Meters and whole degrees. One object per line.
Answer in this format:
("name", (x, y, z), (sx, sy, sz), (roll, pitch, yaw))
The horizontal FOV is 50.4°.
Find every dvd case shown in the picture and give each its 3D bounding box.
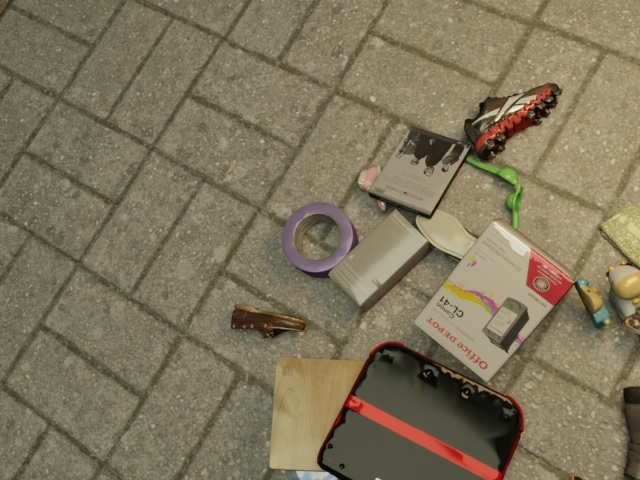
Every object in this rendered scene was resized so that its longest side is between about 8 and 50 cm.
("dvd case", (0.257, -0.180, 1.756), (0.179, 0.029, 0.238), (23, 67, 25))

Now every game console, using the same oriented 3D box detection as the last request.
("game console", (0.231, 0.440, 1.534), (0.387, 0.060, 0.342), (25, 74, 16))

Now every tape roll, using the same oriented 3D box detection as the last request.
("tape roll", (0.000, 0.000, 1.785), (0.189, 0.080, 0.189), (-3, 75, 13))

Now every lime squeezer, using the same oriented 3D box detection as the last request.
("lime squeezer", (0.458, -0.112, 1.713), (0.110, 0.059, 0.310), (-23, 72, 7))

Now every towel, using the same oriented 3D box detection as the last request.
("towel", (0.755, -0.008, 1.624), (0.110, 0.027, 0.148), (-38, 70, 3))

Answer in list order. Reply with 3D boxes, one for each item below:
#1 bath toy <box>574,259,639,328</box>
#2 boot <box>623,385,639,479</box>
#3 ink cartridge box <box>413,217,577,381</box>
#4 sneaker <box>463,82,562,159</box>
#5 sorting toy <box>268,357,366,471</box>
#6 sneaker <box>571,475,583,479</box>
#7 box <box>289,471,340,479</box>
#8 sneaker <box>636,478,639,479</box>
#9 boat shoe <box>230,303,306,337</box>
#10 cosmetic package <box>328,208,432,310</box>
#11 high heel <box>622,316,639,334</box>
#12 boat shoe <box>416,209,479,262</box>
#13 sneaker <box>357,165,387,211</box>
("bath toy", (0.760, 0.075, 1.538), (0.348, 0.151, 0.129), (-23, 68, 4))
("boot", (0.826, 0.427, 1.454), (0.338, 0.118, 0.222), (-4, 77, 24))
("ink cartridge box", (0.398, 0.133, 1.562), (0.226, 0.131, 0.306), (39, 106, 15))
("sneaker", (0.484, -0.331, 1.744), (0.276, 0.097, 0.135), (-36, 63, -2))
("sorting toy", (0.015, 0.422, 1.629), (0.256, 0.089, 0.257), (2, 66, 1))
("sneaker", (0.506, 0.595, 1.501), (0.215, 0.084, 0.083), (-27, 49, 6))
("box", (-0.027, 0.541, 1.661), (0.109, 0.042, 0.178), (-31, 69, 4))
("sneaker", (0.739, 0.641, 1.424), (0.319, 0.112, 0.131), (45, 131, 9))
("boat shoe", (-0.136, 0.218, 1.766), (0.207, 0.073, 0.073), (8, 79, 23))
("cosmetic package", (0.154, 0.051, 1.720), (0.238, 0.107, 0.127), (-46, 69, 2))
("high heel", (0.813, 0.140, 1.513), (0.261, 0.093, 0.186), (10, 95, 2))
("boat shoe", (0.351, 0.008, 1.694), (0.254, 0.079, 0.095), (29, 82, 17))
("sneaker", (0.136, -0.132, 1.801), (0.070, 0.051, 0.134), (-10, 65, 7))
